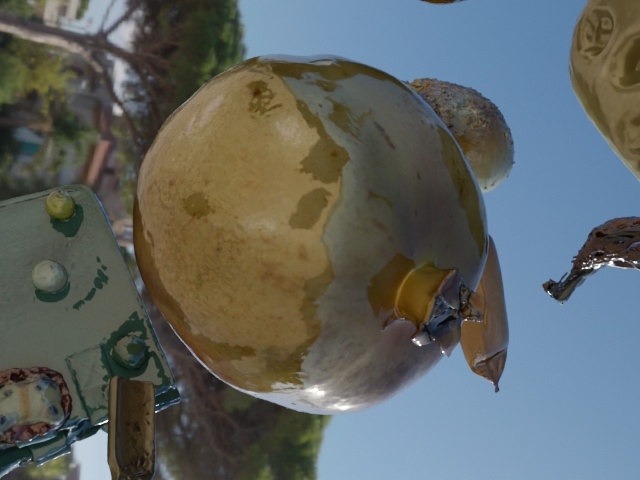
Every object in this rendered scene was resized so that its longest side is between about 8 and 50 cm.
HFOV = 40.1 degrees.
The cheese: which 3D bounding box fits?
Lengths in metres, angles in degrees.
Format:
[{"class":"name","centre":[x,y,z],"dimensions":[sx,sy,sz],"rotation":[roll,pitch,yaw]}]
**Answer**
[{"class":"cheese","centre":[0.374,-0.128,0.917],"dimensions":[0.328,0.130,0.351],"rotation":[17,-86,56]}]

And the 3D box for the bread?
[{"class":"bread","centre":[0.118,-0.142,1.233],"dimensions":[0.305,0.306,0.158],"rotation":[-145,-132,-65]}]

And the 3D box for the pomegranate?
[{"class":"pomegranate","centre":[0.000,0.000,0.730],"dimensions":[0.319,0.319,0.319],"rotation":[-172,-90,-67]}]

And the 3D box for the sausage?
[{"class":"sausage","centre":[0.306,0.140,1.680],"dimensions":[0.112,0.112,0.328],"rotation":[-142,-144,-64]}]

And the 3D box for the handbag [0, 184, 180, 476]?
[{"class":"handbag","centre":[-0.299,0.078,0.827],"dimensions":[0.274,0.269,0.100],"rotation":[60,-25,31]}]

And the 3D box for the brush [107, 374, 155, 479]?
[{"class":"brush","centre":[-0.155,0.212,0.695],"dimensions":[0.036,0.043,0.248],"rotation":[-49,-146,29]}]

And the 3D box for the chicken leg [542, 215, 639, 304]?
[{"class":"chicken leg","centre":[0.409,0.022,1.203],"dimensions":[0.253,0.106,0.051],"rotation":[-22,-160,43]}]

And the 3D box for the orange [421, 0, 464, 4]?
[{"class":"orange","centre":[0.138,-0.351,0.971],"dimensions":[0.155,0.178,0.177],"rotation":[39,-57,31]}]
